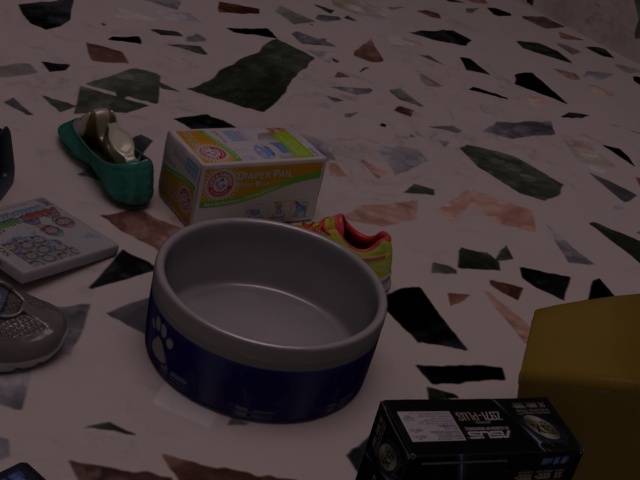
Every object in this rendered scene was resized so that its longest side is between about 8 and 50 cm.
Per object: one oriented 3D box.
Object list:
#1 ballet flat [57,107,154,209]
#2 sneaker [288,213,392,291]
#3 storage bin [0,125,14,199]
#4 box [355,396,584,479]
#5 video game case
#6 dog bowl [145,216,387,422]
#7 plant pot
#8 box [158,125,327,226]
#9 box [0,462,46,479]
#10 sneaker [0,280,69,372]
[{"bbox_3d":[-0.302,-0.139,1.460,0.083,0.087,0.247,-8,36,-35],"label":"ballet flat"},{"bbox_3d":[0.000,0.000,1.347,0.208,0.094,0.081,13,30,0],"label":"sneaker"},{"bbox_3d":[-0.462,-0.097,1.318,0.091,0.098,0.135,3,29,1],"label":"storage bin"},{"bbox_3d":[0.130,0.226,0.951,0.180,0.147,0.077,3,31,-22],"label":"box"},{"bbox_3d":[-0.353,-0.004,1.256,0.143,0.019,0.157,29,26,24],"label":"video game case"},{"bbox_3d":[-0.063,0.083,1.161,0.264,0.104,0.265,11,29,-6],"label":"dog bowl"},{"bbox_3d":[0.304,0.177,1.077,0.187,0.212,0.212,9,27,14],"label":"plant pot"},{"bbox_3d":[-0.111,-0.091,1.447,0.203,0.103,0.114,-6,34,-32],"label":"box"},{"bbox_3d":[-0.265,0.281,0.765,0.183,0.059,0.232,34,34,29],"label":"box"},{"bbox_3d":[-0.383,0.046,1.031,0.281,0.115,0.105,22,29,-23],"label":"sneaker"}]
